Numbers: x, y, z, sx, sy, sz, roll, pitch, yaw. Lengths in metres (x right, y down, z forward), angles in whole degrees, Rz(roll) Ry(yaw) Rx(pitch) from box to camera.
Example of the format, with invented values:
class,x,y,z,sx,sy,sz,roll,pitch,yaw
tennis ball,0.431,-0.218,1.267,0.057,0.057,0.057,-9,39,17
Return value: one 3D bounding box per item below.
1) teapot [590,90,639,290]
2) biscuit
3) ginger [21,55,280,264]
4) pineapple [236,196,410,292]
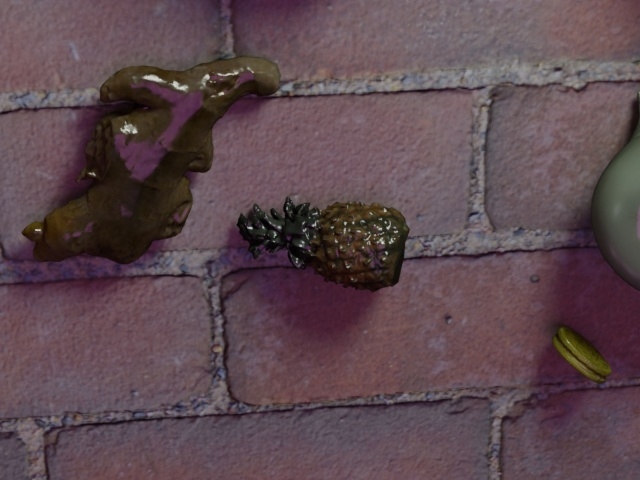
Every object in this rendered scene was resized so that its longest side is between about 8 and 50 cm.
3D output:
class,x,y,z,sx,sy,sz,roll,pitch,yaw
teapot,0.459,-0.025,1.488,0.318,0.149,0.220,22,101,-14
biscuit,0.319,0.139,1.579,0.084,0.084,0.023,33,106,-19
ginger,-0.194,-0.087,1.415,0.166,0.080,0.333,29,111,-30
pineapple,0.000,0.000,1.477,0.198,0.108,0.108,8,113,3
